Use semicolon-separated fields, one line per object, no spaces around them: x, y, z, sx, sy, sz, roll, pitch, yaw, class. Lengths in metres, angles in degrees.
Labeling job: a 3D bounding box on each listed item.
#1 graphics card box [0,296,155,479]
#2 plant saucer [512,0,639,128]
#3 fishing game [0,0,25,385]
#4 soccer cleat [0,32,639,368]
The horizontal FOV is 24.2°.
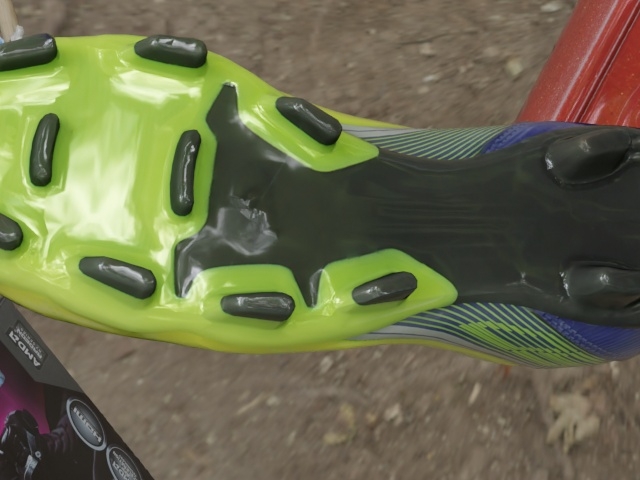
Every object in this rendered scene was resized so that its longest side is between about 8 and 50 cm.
-0.209;0.212;0.926;0.094;0.371;0.233;-33;104;15;graphics card box
0.238;-0.045;0.852;0.258;0.048;0.259;31;107;14;plant saucer
-0.152;-0.019;0.679;0.041;0.189;0.264;-2;127;-21;fishing game
0.001;0.001;0.484;0.289;0.121;0.093;5;71;-23;soccer cleat
